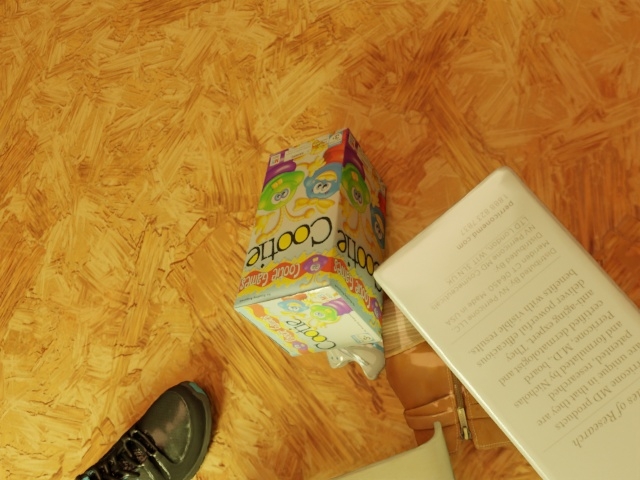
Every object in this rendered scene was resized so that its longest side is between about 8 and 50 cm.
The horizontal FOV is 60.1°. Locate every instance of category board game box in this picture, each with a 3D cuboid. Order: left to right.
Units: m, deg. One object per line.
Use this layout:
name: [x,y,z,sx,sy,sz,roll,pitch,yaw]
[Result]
board game box: [0.000,0.000,0.781,0.142,0.144,0.275,-15,47,27]

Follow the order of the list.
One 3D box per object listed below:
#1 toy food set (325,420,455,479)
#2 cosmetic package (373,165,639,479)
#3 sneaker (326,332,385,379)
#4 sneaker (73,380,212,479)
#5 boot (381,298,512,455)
toy food set: [0.035,0.367,0.670,0.306,0.092,0.219,-16,97,-10]
cosmetic package: [0.262,0.156,0.567,0.161,0.230,0.453,-40,83,5]
sneaker: [0.019,0.146,0.839,0.191,0.071,0.082,27,93,27]
sneaker: [-0.299,0.374,0.873,0.125,0.140,0.340,33,89,29]
boot: [0.227,0.156,0.728,0.284,0.109,0.220,-15,79,5]
